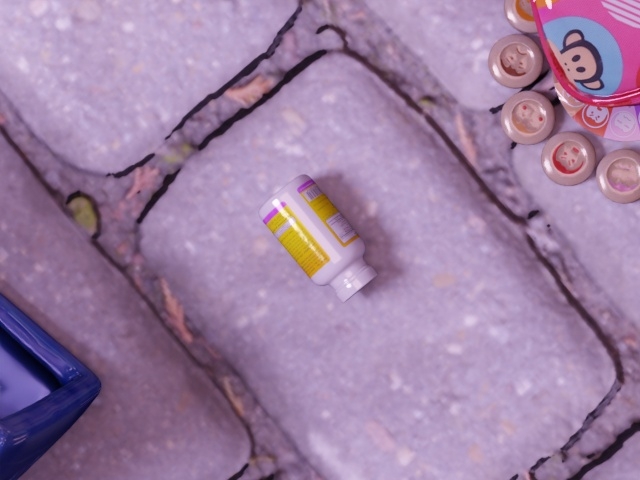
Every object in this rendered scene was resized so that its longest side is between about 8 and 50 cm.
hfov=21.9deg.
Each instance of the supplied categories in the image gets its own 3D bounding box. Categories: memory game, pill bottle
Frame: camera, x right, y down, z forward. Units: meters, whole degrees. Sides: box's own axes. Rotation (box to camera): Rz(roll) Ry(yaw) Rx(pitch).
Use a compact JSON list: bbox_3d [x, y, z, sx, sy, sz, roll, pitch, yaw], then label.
[{"bbox_3d":[0.203,-0.117,1.101,0.186,0.012,0.186,0,88,3],"label":"memory game"},{"bbox_3d":[0.000,0.000,1.092,0.043,0.043,0.083,-39,86,1],"label":"pill bottle"}]

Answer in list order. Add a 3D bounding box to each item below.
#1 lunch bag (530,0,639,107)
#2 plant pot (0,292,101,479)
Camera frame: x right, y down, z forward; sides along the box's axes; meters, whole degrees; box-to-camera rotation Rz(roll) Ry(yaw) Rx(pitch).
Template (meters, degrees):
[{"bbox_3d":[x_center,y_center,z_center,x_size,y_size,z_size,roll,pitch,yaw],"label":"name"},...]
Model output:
[{"bbox_3d":[0.234,-0.243,0.998,0.258,0.120,0.293,-16,91,27],"label":"lunch bag"},{"bbox_3d":[-0.306,0.108,1.016,0.236,0.236,0.212,41,96,3],"label":"plant pot"}]
